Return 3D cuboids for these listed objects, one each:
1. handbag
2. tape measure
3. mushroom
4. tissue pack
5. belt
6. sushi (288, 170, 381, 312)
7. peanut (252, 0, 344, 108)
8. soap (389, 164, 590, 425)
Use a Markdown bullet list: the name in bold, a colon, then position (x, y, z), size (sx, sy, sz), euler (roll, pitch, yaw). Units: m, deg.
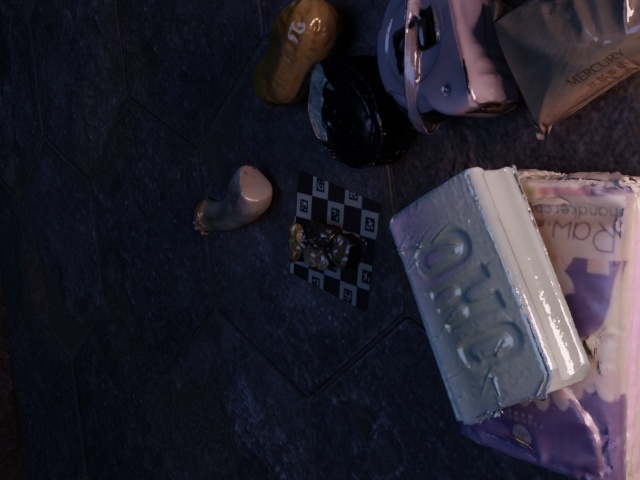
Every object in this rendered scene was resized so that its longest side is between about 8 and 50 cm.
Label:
- **handbag**: position (0.299, -0.246, 0.878), size (0.270, 0.117, 0.182), euler (-33, 83, 52)
- **tape measure**: position (0.155, -0.255, 1.058), size (0.197, 0.120, 0.236), euler (-23, 72, 58)
- **mushroom**: position (-0.168, -0.063, 1.527), size (0.092, 0.081, 0.223), euler (47, 145, -9)
- **tissue pack**: position (0.280, 0.087, 0.952), size (0.242, 0.125, 0.343), euler (9, 101, 52)
- **belt**: position (0.056, -0.197, 1.222), size (0.198, 0.078, 0.151), euler (56, 139, 28)
- **sushi**: position (0.000, 0.000, 1.348), size (0.215, 0.051, 0.192), euler (25, 115, 47)
- **peanut**: position (-0.043, -0.301, 1.311), size (0.120, 0.110, 0.236), euler (50, 143, 5)
- **soap**: position (0.182, 0.062, 0.896), size (0.150, 0.094, 0.261), euler (-37, 64, 49)
